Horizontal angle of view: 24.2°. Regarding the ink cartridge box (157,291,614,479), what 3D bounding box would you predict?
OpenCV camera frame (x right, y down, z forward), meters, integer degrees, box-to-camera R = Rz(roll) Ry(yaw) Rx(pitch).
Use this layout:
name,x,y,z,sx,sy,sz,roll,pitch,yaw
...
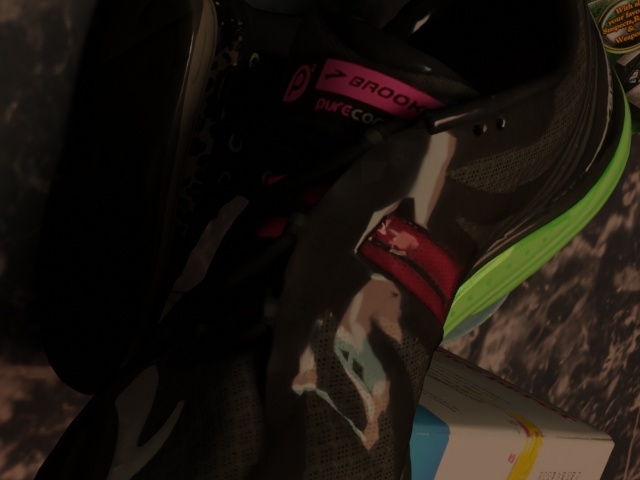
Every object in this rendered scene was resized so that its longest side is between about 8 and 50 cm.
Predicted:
name,x,y,z,sx,sy,sz,roll,pitch,yaw
ink cartridge box,0.016,0.168,0.958,0.270,0.198,0.197,12,101,-52

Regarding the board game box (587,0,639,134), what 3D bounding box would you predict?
name,x,y,z,sx,sy,sz,roll,pitch,yaw
board game box,0.216,-0.132,1.058,0.259,0.030,0.136,-21,136,-4

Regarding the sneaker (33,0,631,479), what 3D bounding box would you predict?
name,x,y,z,sx,sy,sz,roll,pitch,yaw
sneaker,0.000,0.000,0.739,0.483,0.185,0.202,-54,143,-37

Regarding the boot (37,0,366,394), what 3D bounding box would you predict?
name,x,y,z,sx,sy,sz,roll,pitch,yaw
boot,-0.058,-0.029,0.848,0.178,0.085,0.236,-5,117,-52

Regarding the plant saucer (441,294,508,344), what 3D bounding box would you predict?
name,x,y,z,sx,sy,sz,roll,pitch,yaw
plant saucer,0.065,-0.026,1.003,0.195,0.037,0.195,-5,99,-33
